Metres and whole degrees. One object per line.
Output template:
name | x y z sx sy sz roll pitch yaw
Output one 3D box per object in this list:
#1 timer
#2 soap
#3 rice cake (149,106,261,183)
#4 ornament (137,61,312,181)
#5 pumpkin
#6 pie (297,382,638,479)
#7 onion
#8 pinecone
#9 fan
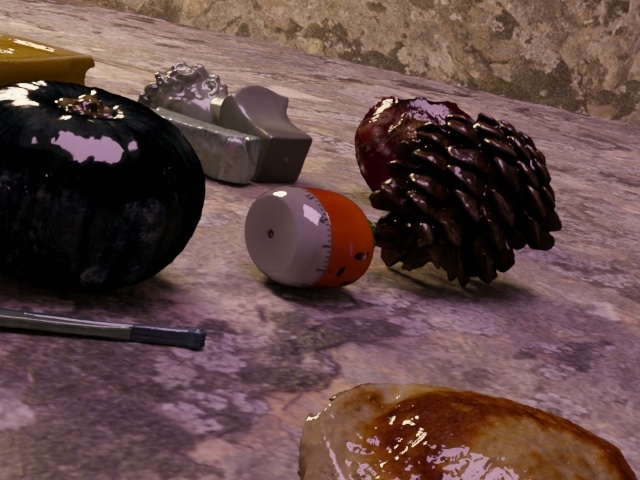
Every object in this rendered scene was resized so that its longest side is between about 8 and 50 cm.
timer | 0.000 0.000 1.108 0.136 0.099 0.136 23 18 -8
soap | -0.496 -0.244 1.650 0.199 0.091 0.315 15 15 20
rice cake | -0.171 -0.128 1.504 0.206 0.069 0.063 17 18 29
ornament | -0.128 -0.172 1.591 0.285 0.120 0.130 23 17 32
pumpkin | -0.217 -0.050 0.998 0.233 0.163 0.233 10 17 -3
pie | 0.088 0.145 0.650 0.205 0.084 0.179 24 19 30
onion | 0.138 -0.095 1.536 0.173 0.135 0.198 -2 -29 19
pinecone | 0.151 -0.037 1.202 0.184 0.179 0.204 10 38 37
fan | -0.185 0.065 0.877 0.193 0.016 0.038 7 13 -13
